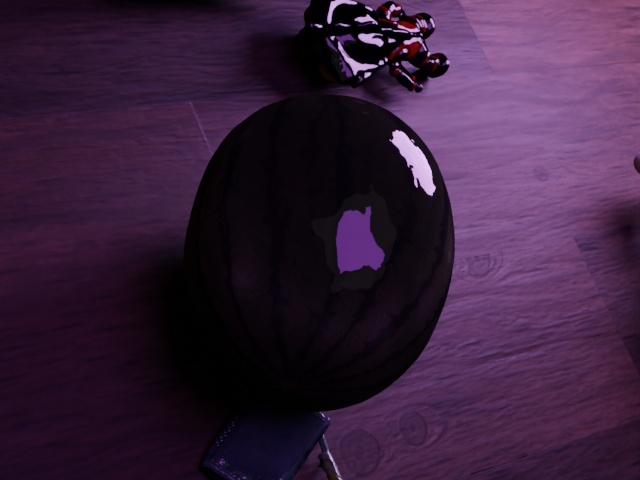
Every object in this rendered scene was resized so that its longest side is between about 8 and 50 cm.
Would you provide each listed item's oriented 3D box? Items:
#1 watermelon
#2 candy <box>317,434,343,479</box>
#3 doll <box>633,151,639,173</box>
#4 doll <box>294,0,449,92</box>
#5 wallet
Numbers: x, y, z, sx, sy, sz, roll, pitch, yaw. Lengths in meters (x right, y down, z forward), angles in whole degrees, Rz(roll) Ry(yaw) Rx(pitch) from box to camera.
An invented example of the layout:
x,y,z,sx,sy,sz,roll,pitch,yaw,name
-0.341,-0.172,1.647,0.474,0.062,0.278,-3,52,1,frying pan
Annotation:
x,y,z,sx,sy,sz,roll,pitch,yaw,name
0.000,0.000,1.515,0.279,0.279,0.359,22,52,-23,watermelon
0.009,0.225,1.544,0.058,0.062,0.194,-22,60,4,candy
0.564,0.040,1.980,0.423,0.161,0.348,50,37,2,doll
0.058,-0.245,1.846,0.248,0.088,0.127,-7,47,-48,doll
-0.057,0.207,1.508,0.088,0.026,0.129,33,52,6,wallet
